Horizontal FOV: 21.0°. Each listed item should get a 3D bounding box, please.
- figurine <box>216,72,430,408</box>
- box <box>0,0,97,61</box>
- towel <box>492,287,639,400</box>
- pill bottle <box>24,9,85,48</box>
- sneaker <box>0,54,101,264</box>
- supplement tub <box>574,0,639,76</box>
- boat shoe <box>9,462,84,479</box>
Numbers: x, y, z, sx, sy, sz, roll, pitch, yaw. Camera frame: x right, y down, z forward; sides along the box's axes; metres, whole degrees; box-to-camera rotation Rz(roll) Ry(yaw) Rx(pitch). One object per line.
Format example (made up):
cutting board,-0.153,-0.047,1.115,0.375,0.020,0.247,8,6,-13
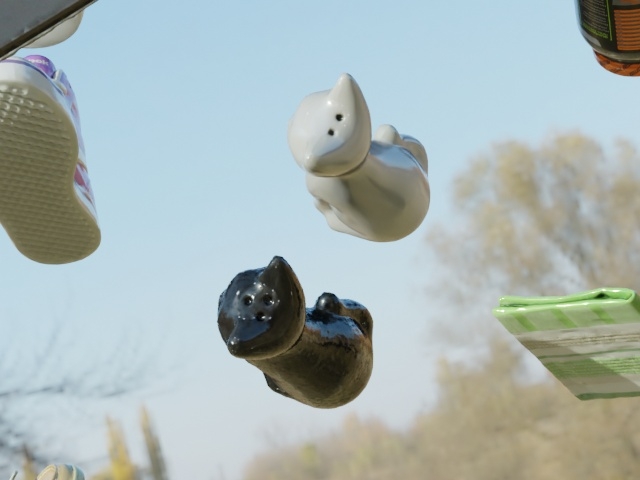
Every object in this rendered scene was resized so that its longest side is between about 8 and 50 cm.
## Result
figurine,0.000,0.000,1.203,0.092,0.214,0.209,18,-8,15
box,-0.122,-0.181,0.807,0.153,0.108,0.207,-24,22,35
towel,0.205,0.073,1.235,0.113,0.023,0.152,-7,-33,32
pill bottle,-0.256,-0.342,1.622,0.176,0.318,0.176,6,-32,4
sneaker,-0.253,-0.108,1.445,0.102,0.161,0.282,-8,-26,-4
supplement tub,0.301,-0.257,1.675,0.117,0.117,0.190,-15,-42,1
boat shoe,-0.378,0.360,1.959,0.285,0.089,0.104,-53,17,-17
